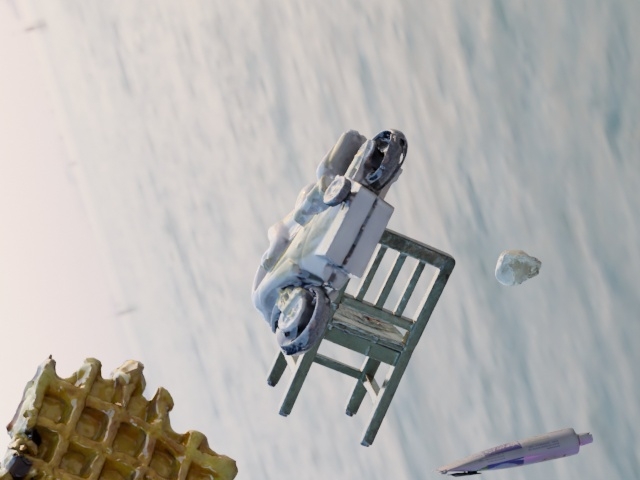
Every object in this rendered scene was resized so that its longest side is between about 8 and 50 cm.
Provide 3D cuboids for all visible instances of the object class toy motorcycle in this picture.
[{"bbox_3d":[0.000,0.000,1.311,0.074,0.228,0.151,31,161,-24],"label":"toy motorcycle"}]

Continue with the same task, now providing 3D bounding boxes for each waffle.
[{"bbox_3d":[-0.212,0.237,1.325,0.065,0.309,0.283,-43,67,47],"label":"waffle"}]

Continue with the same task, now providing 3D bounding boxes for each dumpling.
[{"bbox_3d":[0.268,0.040,2.016,0.052,0.057,0.076,-56,-27,-53],"label":"dumpling"}]

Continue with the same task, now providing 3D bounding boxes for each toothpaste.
[{"bbox_3d":[0.199,0.220,1.531,0.045,0.170,0.028,162,97,-80],"label":"toothpaste"}]

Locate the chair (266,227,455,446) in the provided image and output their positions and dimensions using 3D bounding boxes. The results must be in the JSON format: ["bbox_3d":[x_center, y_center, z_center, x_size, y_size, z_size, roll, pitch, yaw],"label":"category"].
[{"bbox_3d":[0.047,0.104,1.893,0.147,0.136,0.270,-121,52,-75],"label":"chair"}]
